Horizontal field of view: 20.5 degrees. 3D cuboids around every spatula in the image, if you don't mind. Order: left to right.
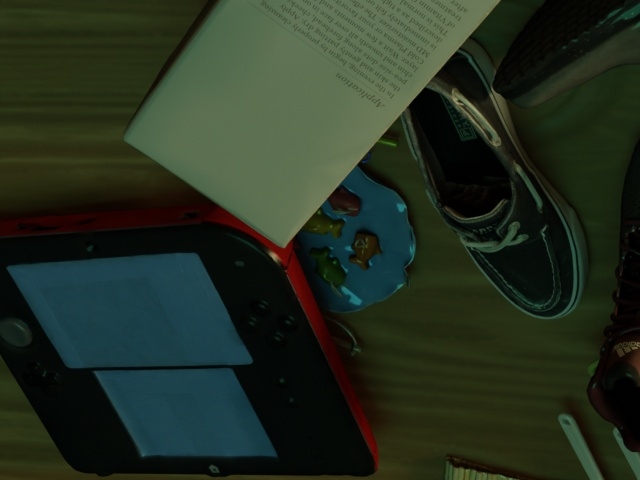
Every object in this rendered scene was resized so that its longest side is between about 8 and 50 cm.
[{"bbox_3d":[0.337,0.257,1.741,0.168,0.019,0.242,3,133,41],"label":"spatula"}]

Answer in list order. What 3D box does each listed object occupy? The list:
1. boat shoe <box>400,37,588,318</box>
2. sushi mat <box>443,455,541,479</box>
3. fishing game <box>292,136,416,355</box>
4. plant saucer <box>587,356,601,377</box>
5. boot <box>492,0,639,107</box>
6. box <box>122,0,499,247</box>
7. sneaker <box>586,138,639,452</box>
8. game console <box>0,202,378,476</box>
[{"bbox_3d":[0.150,-0.036,1.562,0.108,0.102,0.301,-12,120,25],"label":"boat shoe"},{"bbox_3d":[0.193,0.365,1.899,0.151,0.019,0.316,10,128,10],"label":"sushi mat"},{"bbox_3d":[0.000,0.000,1.681,0.189,0.041,0.264,19,129,7],"label":"fishing game"},{"bbox_3d":[0.379,0.127,1.643,0.188,0.045,0.188,44,126,-16],"label":"plant saucer"},{"bbox_3d":[0.321,-0.146,1.423,0.338,0.118,0.223,-30,117,38],"label":"boot"},{"bbox_3d":[0.019,-0.198,1.414,0.168,0.215,0.345,35,129,-9],"label":"box"},{"bbox_3d":[0.288,0.053,1.505,0.106,0.162,0.281,4,109,31],"label":"sneaker"},{"bbox_3d":[-0.160,0.114,1.779,0.387,0.060,0.342,-3,124,29],"label":"game console"}]
